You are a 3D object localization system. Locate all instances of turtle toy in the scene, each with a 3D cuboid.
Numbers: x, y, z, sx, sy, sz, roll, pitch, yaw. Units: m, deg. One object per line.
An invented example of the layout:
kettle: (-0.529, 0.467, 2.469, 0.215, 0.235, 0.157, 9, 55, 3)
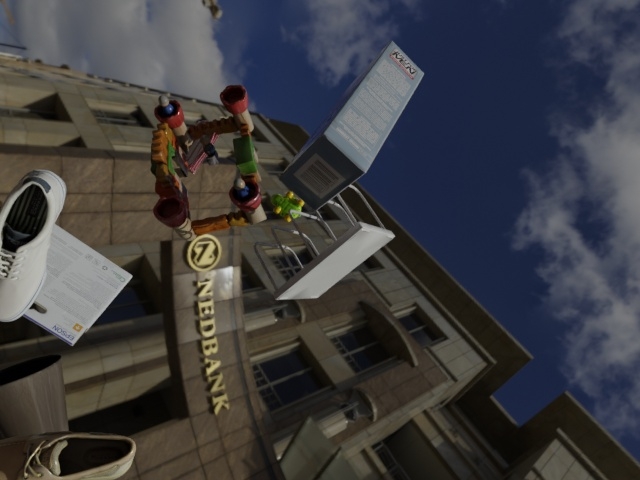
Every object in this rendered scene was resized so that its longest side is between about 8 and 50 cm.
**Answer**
turtle toy: (-0.123, -0.124, 1.577, 0.130, 0.066, 0.095, 37, -100, 8)

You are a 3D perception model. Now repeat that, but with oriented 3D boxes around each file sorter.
file sorter: (0.000, 0.000, 1.103, 0.278, 0.193, 0.173, -41, -114, 20)

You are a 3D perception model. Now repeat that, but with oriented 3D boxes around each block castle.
block castle: (-0.338, -0.247, 1.317, 0.213, 0.303, 0.453, 76, 3, -62)

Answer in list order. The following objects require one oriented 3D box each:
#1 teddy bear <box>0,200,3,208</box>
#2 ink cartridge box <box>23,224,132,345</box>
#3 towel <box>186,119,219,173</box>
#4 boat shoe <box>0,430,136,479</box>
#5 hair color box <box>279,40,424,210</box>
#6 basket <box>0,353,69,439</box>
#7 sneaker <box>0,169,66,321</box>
teddy bear: (-1.142, -0.036, 1.338, 0.113, 0.338, 0.245, -12, -109, 54)
ink cartridge box: (-0.805, 0.128, 1.348, 0.324, 0.330, 0.071, 39, -57, -14)
towel: (-0.516, -0.399, 1.836, 0.237, 0.037, 0.329, -58, -146, -4)
boat shoe: (-0.509, 0.409, 0.831, 0.098, 0.302, 0.109, -56, -144, 43)
hair color box: (0.075, -0.255, 0.968, 0.114, 0.374, 0.185, 41, -36, -13)
basket: (-0.776, 0.453, 1.186, 0.154, 0.204, 0.226, 1, -76, 49)
sneaker: (-0.477, 0.012, 0.689, 0.091, 0.094, 0.258, -140, -112, -73)
